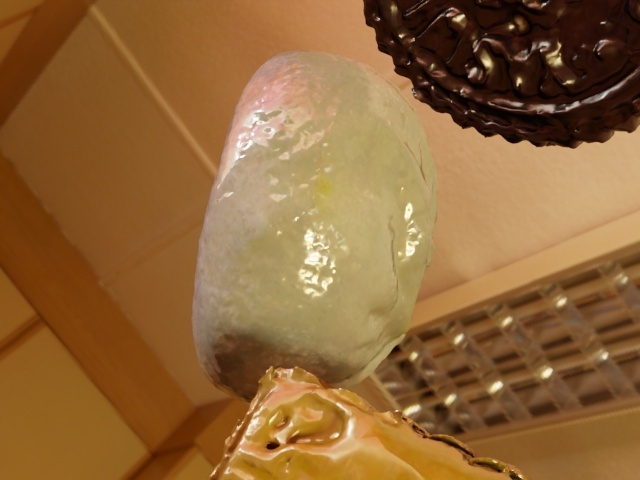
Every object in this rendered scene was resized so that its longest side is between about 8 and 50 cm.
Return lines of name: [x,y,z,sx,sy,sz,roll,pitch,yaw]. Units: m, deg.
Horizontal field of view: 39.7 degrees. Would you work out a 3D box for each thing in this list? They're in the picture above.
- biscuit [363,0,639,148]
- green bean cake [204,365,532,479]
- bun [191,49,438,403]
biscuit: [0.094,-0.131,0.394,0.194,0.053,0.195,19,-56,30]
green bean cake: [0.015,0.222,0.612,0.224,0.230,0.131,24,-12,24]
bun: [0.000,0.000,0.861,0.211,0.362,0.362,12,-44,-1]
